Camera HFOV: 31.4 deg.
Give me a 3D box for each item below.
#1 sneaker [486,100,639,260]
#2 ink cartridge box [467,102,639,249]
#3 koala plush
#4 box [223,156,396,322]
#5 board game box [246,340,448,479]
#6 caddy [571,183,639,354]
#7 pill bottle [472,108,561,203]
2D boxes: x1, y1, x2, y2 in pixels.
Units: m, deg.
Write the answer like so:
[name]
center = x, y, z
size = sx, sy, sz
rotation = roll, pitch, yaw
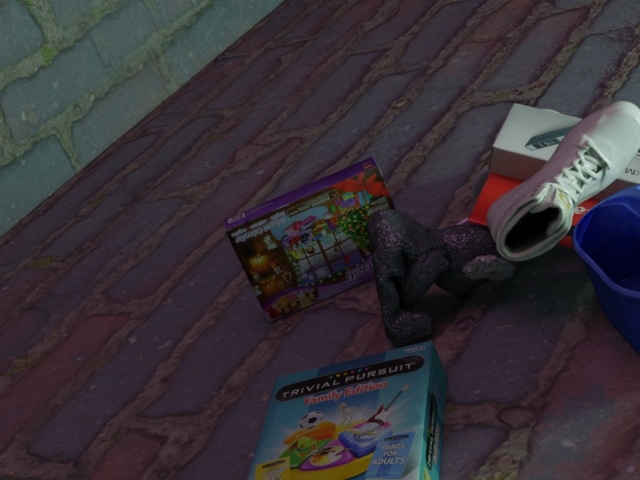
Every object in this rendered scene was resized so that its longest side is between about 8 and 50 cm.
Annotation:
[sneaker]
center = 0.374, -0.078, 1.687
size = 0.292, 0.108, 0.169
rotation = -44, 9, 16
[ink cartridge box]
center = 0.419, -0.097, 1.856
size = 0.296, 0.066, 0.261
rotation = 16, 45, 16
[koala plush]
center = 0.196, 0.032, 1.845
size = 0.221, 0.203, 0.196
rotation = -10, 26, 2
[box]
center = 0.000, 0.000, 2.035
size = 0.293, 0.200, 0.057
rotation = -24, 24, 1
[board game box]
center = 0.037, 0.288, 1.573
size = 0.254, 0.079, 0.336
rotation = -15, 26, 17
[caddy]
center = 0.498, 0.021, 1.589
size = 0.241, 0.179, 0.341
rotation = -23, 24, -1
[pill bottle]
center = 0.377, -0.138, 2.060
size = 0.136, 0.136, 0.245
rotation = -6, 30, 33
